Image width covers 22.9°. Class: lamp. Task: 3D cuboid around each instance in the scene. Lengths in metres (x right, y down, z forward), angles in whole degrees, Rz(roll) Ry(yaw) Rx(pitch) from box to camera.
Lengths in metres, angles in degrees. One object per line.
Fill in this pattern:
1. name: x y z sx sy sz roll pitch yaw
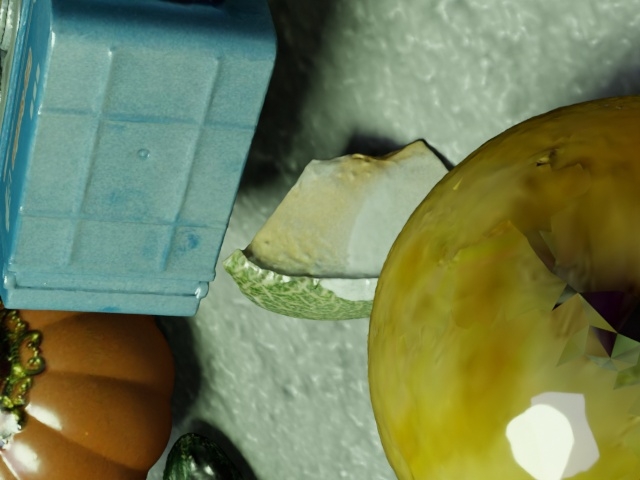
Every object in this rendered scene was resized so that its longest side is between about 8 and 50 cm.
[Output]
1. lamp: -0.209 0.110 1.111 0.223 0.223 0.196 26 175 27

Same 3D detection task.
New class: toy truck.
1. toy truck: -0.104 -0.115 0.871 0.175 0.146 0.367 -109 27 -45

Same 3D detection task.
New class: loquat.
1. loquat: 0.149 0.063 0.752 0.263 0.263 0.263 22 128 30

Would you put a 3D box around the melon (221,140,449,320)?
1. melon: -0.002 0.004 0.936 0.202 0.139 0.093 -19 80 49

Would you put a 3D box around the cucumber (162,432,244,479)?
1. cucumber: -0.037 0.280 1.161 0.303 0.081 0.072 58 180 -5
